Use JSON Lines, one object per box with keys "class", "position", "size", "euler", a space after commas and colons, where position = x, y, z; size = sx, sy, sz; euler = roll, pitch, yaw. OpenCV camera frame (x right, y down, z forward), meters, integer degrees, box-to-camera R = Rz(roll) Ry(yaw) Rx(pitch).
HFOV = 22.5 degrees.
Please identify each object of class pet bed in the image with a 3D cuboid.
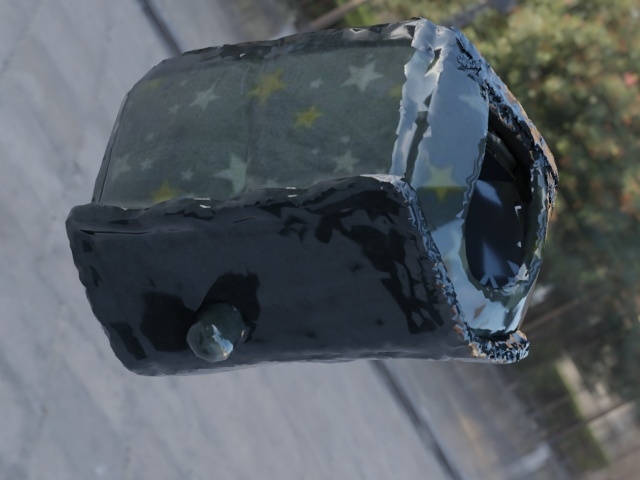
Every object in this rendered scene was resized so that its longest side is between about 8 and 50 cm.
{"class": "pet bed", "position": [0.000, 0.000, 0.824], "size": [0.183, 0.211, 0.159], "euler": [47, 48, -50]}
